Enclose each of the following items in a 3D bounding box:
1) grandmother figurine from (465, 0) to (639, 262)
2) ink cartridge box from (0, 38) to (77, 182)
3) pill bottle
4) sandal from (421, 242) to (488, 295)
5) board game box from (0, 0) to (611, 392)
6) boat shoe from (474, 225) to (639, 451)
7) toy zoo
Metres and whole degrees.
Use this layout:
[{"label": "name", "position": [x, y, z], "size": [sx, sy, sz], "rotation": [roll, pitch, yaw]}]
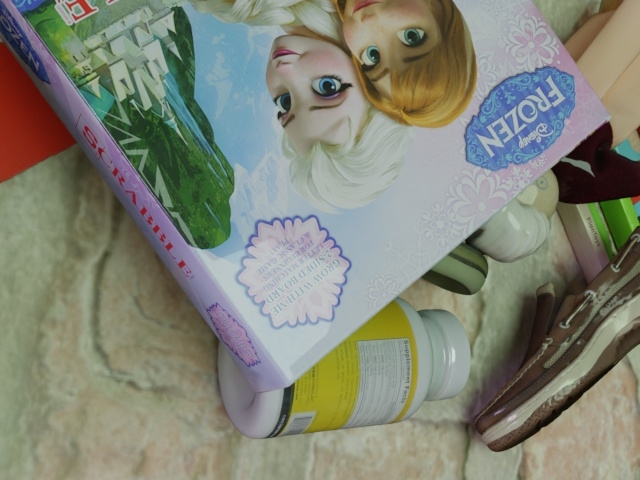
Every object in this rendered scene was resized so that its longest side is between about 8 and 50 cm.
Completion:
[{"label": "grandmother figurine", "position": [0.221, -0.110, 0.786], "size": [0.207, 0.104, 0.342], "rotation": [29, 58, 20]}, {"label": "ink cartridge box", "position": [-0.160, -0.249, 0.617], "size": [0.385, 0.091, 0.308], "rotation": [-34, 102, -27]}, {"label": "pill bottle", "position": [0.021, 0.093, 0.681], "size": [0.184, 0.103, 0.103], "rotation": [0, 86, -29]}, {"label": "sandal", "position": [0.002, 0.001, 0.676], "size": [0.302, 0.120, 0.086], "rotation": [23, 91, -25]}, {"label": "board game box", "position": [-0.006, -0.124, 0.578], "size": [0.318, 0.066, 0.318], "rotation": [-38, 94, -25]}, {"label": "boat shoe", "position": [0.229, 0.084, 0.806], "size": [0.257, 0.095, 0.095], "rotation": [-37, 68, -10]}, {"label": "toy zoo", "position": [0.365, -0.066, 0.920], "size": [0.293, 0.030, 0.192], "rotation": [-29, 100, -27]}]
